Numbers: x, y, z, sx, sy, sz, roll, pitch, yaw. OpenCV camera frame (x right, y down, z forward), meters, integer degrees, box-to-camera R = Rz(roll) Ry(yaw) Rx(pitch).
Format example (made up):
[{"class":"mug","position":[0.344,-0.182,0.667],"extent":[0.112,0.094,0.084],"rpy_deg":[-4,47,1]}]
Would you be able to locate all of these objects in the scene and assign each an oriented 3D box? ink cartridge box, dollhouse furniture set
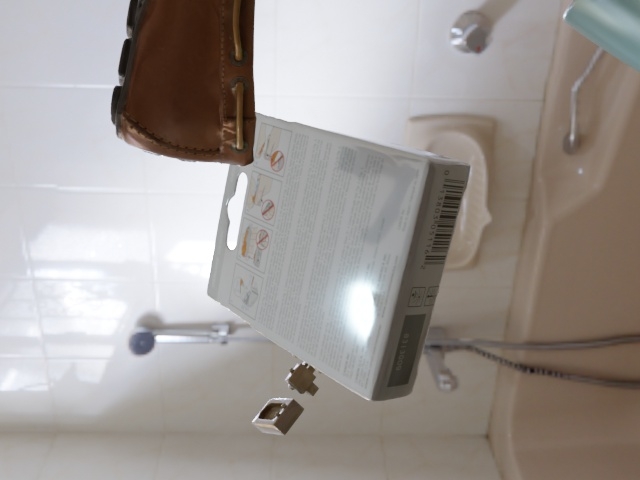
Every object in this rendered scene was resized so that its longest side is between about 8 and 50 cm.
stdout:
[{"class":"ink cartridge box","position":[0.000,0.000,1.022],"extent":[0.385,0.091,0.308],"rpy_deg":[24,107,45]},{"class":"dollhouse furniture set","position":[-0.078,0.208,1.175],"extent":[0.151,0.123,0.144],"rpy_deg":[-50,9,-23]}]

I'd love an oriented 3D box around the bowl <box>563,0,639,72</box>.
[{"class":"bowl","position":[0.481,-0.312,0.910],"extent":[0.163,0.312,0.311],"rpy_deg":[56,173,6]}]

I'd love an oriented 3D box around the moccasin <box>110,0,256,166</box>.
[{"class":"moccasin","position":[-0.054,-0.234,0.531],"extent":[0.139,0.147,0.379],"rpy_deg":[-107,29,-70]}]
